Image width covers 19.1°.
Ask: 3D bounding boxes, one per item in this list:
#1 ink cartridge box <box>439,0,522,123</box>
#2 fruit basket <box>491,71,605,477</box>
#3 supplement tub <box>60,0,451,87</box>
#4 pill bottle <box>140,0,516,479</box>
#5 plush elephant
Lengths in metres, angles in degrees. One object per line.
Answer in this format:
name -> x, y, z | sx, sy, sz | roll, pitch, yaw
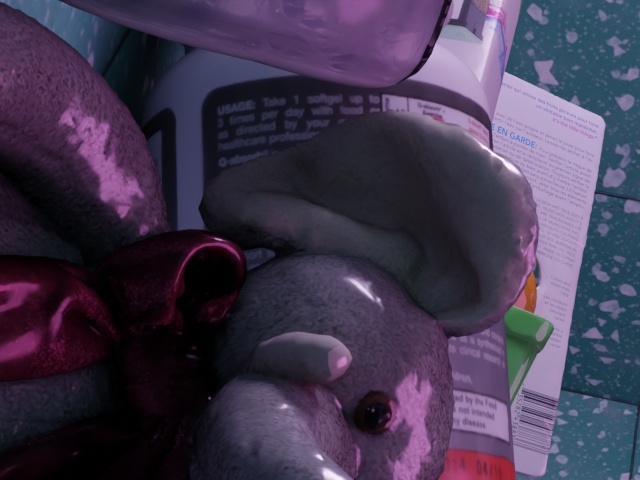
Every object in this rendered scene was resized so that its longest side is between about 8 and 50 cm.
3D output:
ink cartridge box -> 0.033, -0.154, 1.349 | 0.117, 0.201, 0.278 | 91, 13, -54
fruit basket -> 0.074, -0.007, 1.615 | 0.165, 0.327, 0.353 | -39, -145, 56
supplement tub -> -0.005, -0.244, 0.704 | 0.207, 0.207, 0.338 | -46, 155, -78
pill bottle -> 0.000, 0.000, 1.102 | 0.210, 0.210, 0.363 | 77, 11, -74
plush elephant -> -0.067, 0.059, 0.659 | 0.330, 0.255, 0.272 | -44, 145, -78
